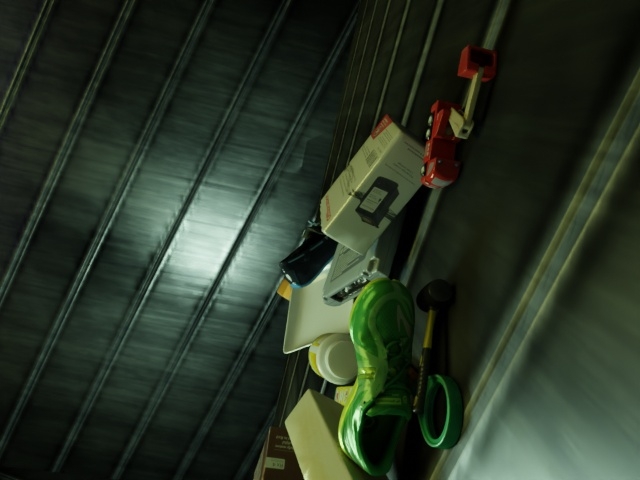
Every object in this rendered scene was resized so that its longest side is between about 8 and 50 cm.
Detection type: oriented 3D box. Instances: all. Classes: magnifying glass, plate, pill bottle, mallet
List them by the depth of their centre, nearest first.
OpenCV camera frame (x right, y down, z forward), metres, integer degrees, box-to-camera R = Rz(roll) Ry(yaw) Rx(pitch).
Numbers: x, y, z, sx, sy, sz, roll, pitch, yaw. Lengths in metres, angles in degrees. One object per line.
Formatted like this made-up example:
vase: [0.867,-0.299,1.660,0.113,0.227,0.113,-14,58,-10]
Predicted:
mallet: [0.152,0.142,0.657,0.062,0.039,0.189,108,177,-56]
magnifying glass: [0.150,0.223,0.691,0.231,0.026,0.092,-154,75,-84]
pill bottle: [0.040,0.282,1.137,0.215,0.118,0.117,128,152,-77]
plate: [0.010,0.188,1.411,0.277,0.045,0.277,-26,43,36]

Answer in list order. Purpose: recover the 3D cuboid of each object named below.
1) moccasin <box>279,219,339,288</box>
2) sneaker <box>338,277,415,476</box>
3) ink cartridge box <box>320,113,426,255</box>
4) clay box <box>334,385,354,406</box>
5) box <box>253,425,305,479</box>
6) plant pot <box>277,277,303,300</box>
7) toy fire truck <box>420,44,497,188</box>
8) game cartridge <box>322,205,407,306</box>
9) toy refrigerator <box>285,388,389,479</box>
moccasin: [0.000,0.000,1.469,0.138,0.116,0.342,-22,23,45]
sneaker: [0.099,0.202,0.696,0.123,0.110,0.295,-156,70,-72]
ink cartridge box: [0.107,-0.112,0.936,0.237,0.100,0.172,-52,16,20]
clay box: [0.067,0.383,1.017,0.222,0.053,0.127,118,162,-70]
box: [-0.075,0.631,1.242,0.381,0.191,0.143,109,170,-49]
plant pot: [-0.019,0.139,1.643,0.187,0.205,0.205,-64,6,-2]
toy fire truck: [0.210,-0.183,0.731,0.135,0.047,0.191,162,117,-81]
game cartridge: [0.095,0.028,1.068,0.197,0.062,0.297,-66,10,-26]
toy refrigerator: [0.028,0.378,0.800,0.094,0.102,0.269,-55,23,3]
